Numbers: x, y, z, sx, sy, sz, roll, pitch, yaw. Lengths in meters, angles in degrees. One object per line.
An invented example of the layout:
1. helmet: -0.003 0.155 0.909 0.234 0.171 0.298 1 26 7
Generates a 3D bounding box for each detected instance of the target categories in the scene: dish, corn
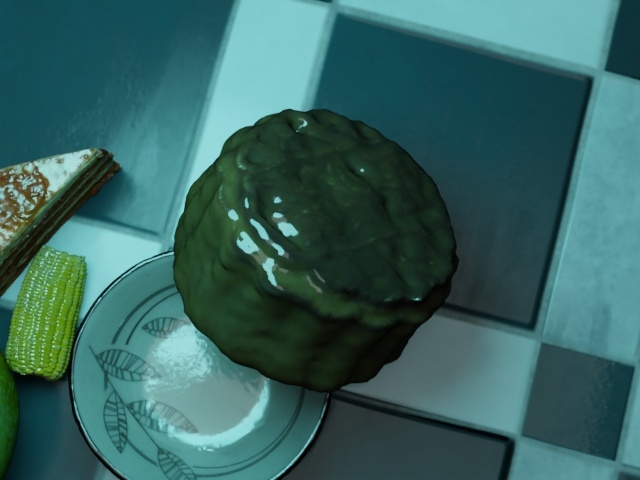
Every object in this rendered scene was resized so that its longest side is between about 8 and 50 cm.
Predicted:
1. dish: -0.144 0.169 1.279 0.317 0.106 0.316 1 80 -3
2. corn: -0.345 0.092 1.309 0.085 0.063 0.165 16 79 -15

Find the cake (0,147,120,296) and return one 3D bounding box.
1. cake: -0.371 -0.012 1.284 0.262 0.158 0.159 -14 85 -3

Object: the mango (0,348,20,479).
1. mango: -0.476 0.258 1.217 0.225 0.201 0.381 5 84 -6

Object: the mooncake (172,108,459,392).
1. mooncake: -0.002 0.000 1.188 0.324 0.187 0.324 18 45 -19
